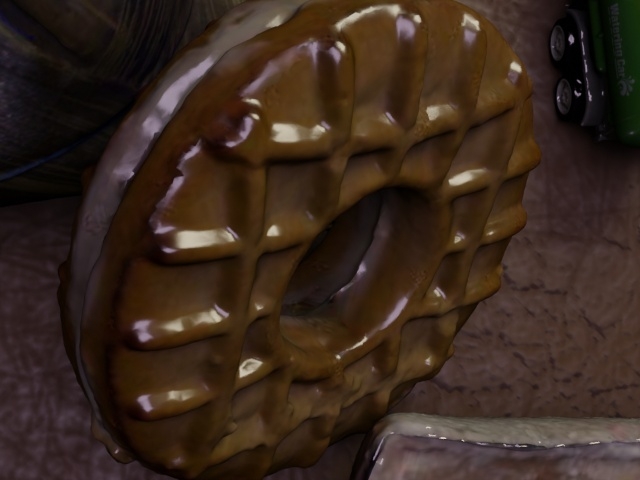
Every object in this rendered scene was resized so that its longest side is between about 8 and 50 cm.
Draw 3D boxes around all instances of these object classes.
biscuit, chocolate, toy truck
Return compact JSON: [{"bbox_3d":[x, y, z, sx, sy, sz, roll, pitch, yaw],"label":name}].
[{"bbox_3d":[0.000,0.000,0.621,0.332,0.332,0.103,-44,53,-12],"label":"biscuit"},{"bbox_3d":[0.154,0.194,0.710,0.303,0.100,0.185,6,106,-10],"label":"chocolate"},{"bbox_3d":[0.232,-0.180,0.762,0.101,0.125,0.242,-4,83,-9],"label":"toy truck"}]

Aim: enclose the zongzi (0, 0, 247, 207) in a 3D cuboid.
[{"bbox_3d":[-0.206,-0.080,0.674,0.403,0.432,0.207,-24,61,23],"label":"zongzi"}]
